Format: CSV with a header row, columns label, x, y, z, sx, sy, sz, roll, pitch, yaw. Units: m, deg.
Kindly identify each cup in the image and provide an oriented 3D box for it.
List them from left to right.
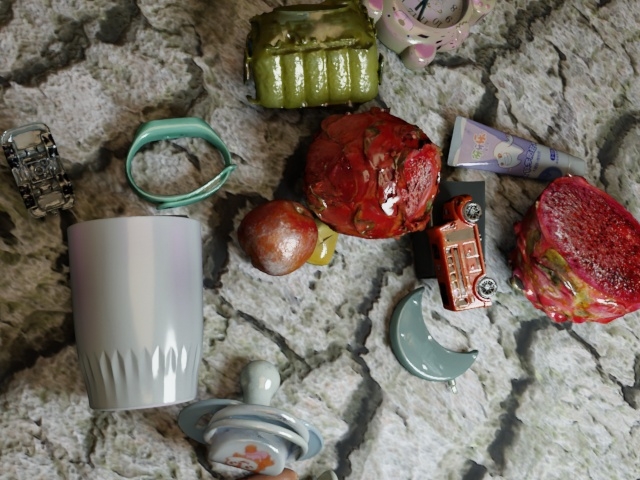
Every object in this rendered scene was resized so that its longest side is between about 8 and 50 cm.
label,x,y,z,sx,sy,sz,roll,pitch,yaw
cup,-0.350,0.129,1.373,0.254,0.253,0.371,-2,82,-19

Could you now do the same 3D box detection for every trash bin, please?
label,x,y,z,sx,sy,sz,roll,pitch,yaw
trash bin,0.305,-0.025,1.696,0.165,0.115,0.225,0,82,-18

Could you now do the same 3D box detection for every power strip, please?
label,x,y,z,sx,sy,sz,roll,pitch,yaw
power strip,0.258,0.245,1.661,0.168,0.054,0.253,-40,94,-18

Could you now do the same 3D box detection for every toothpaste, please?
label,x,y,z,sx,sy,sz,roll,pitch,yaw
toothpaste,0.497,-0.214,1.815,0.372,0.080,0.125,11,92,-15

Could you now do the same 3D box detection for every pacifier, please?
label,x,y,z,sx,sy,sz,roll,pitch,yaw
pacifier,-0.130,0.343,1.447,0.300,0.244,0.233,20,44,-16

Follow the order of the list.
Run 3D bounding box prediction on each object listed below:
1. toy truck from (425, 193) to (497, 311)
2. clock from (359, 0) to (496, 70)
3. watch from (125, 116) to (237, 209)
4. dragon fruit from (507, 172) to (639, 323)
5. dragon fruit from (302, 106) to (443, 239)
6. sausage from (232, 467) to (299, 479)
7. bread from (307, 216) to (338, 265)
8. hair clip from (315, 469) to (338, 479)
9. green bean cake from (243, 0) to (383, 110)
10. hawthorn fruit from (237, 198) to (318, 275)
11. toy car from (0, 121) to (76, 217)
label,x,y,z,sx,sy,sz,roll,pitch,yaw
toy truck,0.307,0.028,1.582,0.114,0.107,0.252,-12,91,-7
clock,0.260,-0.600,1.787,0.284,0.114,0.309,44,71,-8
watch,-0.303,-0.171,1.542,0.237,0.068,0.195,-9,84,-19
dragon fruit,0.607,0.043,1.703,0.371,0.249,0.386,16,48,-20
dragon fruit,0.110,-0.141,1.552,0.302,0.295,0.295,13,75,9
sausage,-0.241,0.544,1.422,0.433,0.088,0.087,-14,85,-20
bread,0.000,0.000,1.617,0.082,0.056,0.115,23,73,-12
hair clip,-0.052,0.600,1.441,0.282,0.173,0.113,-33,99,-30
green bean cake,-0.021,-0.443,1.595,0.310,0.202,0.285,-3,40,-4
hawthorn fruit,-0.088,-0.009,1.534,0.173,0.173,0.172,3,79,-18
toy car,-0.571,-0.140,1.437,0.097,0.100,0.191,-22,107,-21
